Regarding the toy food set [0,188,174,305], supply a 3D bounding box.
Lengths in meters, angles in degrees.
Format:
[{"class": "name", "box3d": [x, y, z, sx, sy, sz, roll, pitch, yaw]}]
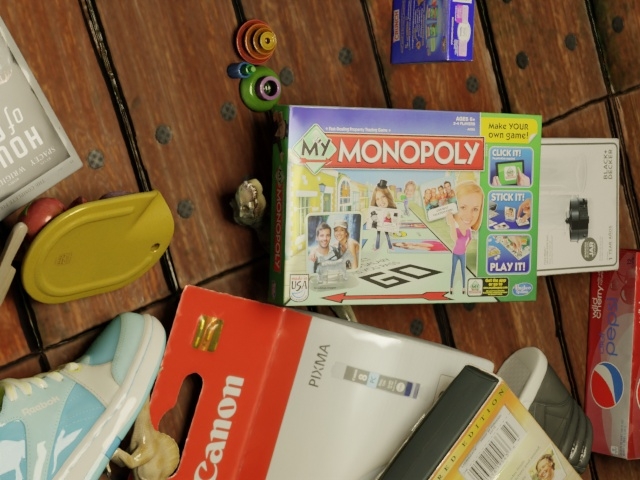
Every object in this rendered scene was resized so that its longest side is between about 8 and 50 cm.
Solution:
[{"class": "toy food set", "box3d": [-0.252, -0.007, 1.593, 0.218, 0.071, 0.128, -12, 137, -41]}]

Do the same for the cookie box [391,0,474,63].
[{"class": "cookie box", "box3d": [0.127, -0.248, 1.813, 0.040, 0.107, 0.091, 0, 94, -34]}]

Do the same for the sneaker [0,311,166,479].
[{"class": "sneaker", "box3d": [-0.297, 0.155, 1.557, 0.208, 0.127, 0.319, 37, 55, -11]}]

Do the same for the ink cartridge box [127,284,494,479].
[{"class": "ink cartridge box", "box3d": [-0.011, 0.237, 1.743, 0.385, 0.091, 0.308, 16, 91, -35]}]

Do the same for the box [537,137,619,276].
[{"class": "box", "box3d": [0.222, -0.040, 1.898, 0.290, 0.087, 0.169, -4, 95, -33]}]

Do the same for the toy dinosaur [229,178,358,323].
[{"class": "toy dinosaur", "box3d": [0.000, 0.000, 1.777, 0.118, 0.064, 0.268, -49, 121, -14]}]

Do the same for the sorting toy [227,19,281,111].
[{"class": "sorting toy", "box3d": [-0.065, -0.189, 1.730, 0.061, 0.042, 0.102, -18, 103, -31]}]

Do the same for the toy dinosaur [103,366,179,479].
[{"class": "toy dinosaur", "box3d": [-0.189, 0.222, 1.647, 0.093, 0.053, 0.183, -19, 108, -29]}]

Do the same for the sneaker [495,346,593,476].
[{"class": "sneaker", "box3d": [0.234, 0.288, 1.913, 0.147, 0.104, 0.295, 41, 67, -22]}]

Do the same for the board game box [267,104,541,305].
[{"class": "board game box", "box3d": [0.096, -0.037, 1.744, 0.317, 0.046, 0.213, 0, 95, -26]}]

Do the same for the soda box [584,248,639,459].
[{"class": "soda box", "box3d": [0.398, 0.143, 2.025, 0.092, 0.083, 0.263, 2, 91, -34]}]

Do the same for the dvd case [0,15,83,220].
[{"class": "dvd case", "box3d": [-0.361, -0.128, 1.550, 0.179, 0.029, 0.238, -37, 111, -25]}]

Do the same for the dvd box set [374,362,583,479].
[{"class": "dvd box set", "box3d": [0.187, 0.373, 1.808, 0.307, 0.062, 0.420, -52, 132, -13]}]
